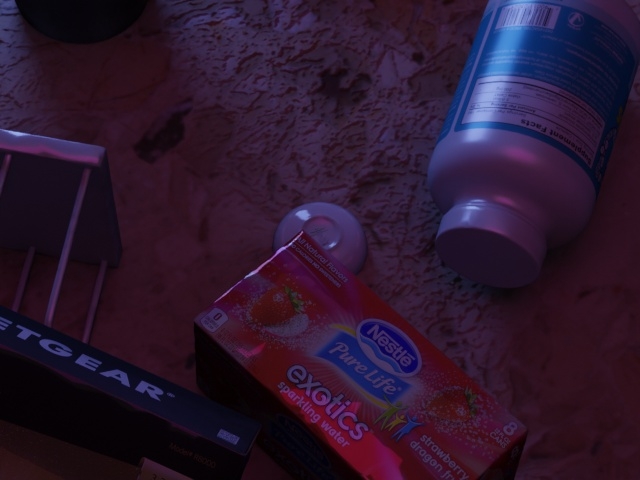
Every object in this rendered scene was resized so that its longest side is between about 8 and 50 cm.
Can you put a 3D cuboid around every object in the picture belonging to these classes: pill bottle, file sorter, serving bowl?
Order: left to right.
[{"bbox_3d":[-0.321,0.016,1.613,0.277,0.193,0.173,11,64,4],"label":"file sorter"},{"bbox_3d":[0.000,0.000,1.725,0.083,0.027,0.083,1,62,-2],"label":"serving bowl"},{"bbox_3d":[0.180,-0.092,1.717,0.146,0.146,0.264,18,62,8],"label":"pill bottle"}]

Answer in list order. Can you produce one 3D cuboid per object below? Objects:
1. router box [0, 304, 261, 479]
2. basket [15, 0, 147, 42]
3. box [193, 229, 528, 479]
[{"bbox_3d":[-0.232,0.189,1.482,0.309,0.081,0.243,24,104,2],"label":"router box"},{"bbox_3d":[-0.221,-0.290,1.765,0.204,0.227,0.154,-18,63,-13],"label":"basket"},{"bbox_3d":[0.028,0.132,1.598,0.128,0.122,0.257,-40,69,-22],"label":"box"}]
